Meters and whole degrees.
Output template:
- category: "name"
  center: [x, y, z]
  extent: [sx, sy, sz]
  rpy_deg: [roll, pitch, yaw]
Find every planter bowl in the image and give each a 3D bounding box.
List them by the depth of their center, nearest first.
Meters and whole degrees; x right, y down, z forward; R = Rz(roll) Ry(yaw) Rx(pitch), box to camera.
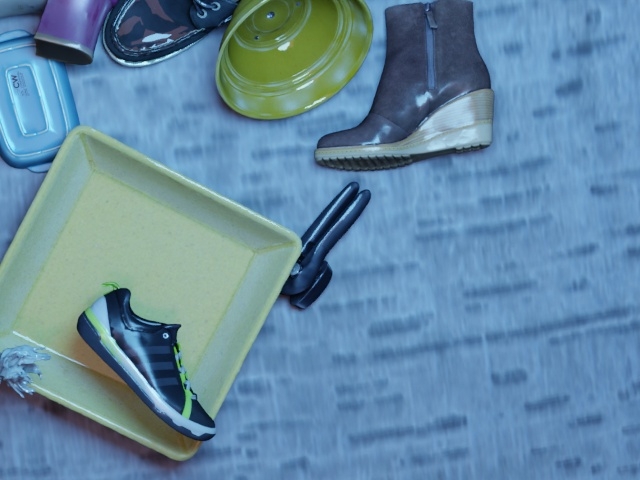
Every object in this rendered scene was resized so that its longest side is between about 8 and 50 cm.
- category: "planter bowl"
  center: [-0.049, -0.264, 1.750]
  extent: [0.217, 0.217, 0.090]
  rpy_deg: [-28, 55, -5]

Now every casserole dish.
- category: "casserole dish"
  center: [-0.378, -0.181, 1.777]
  extent: [0.114, 0.037, 0.188]
  rpy_deg: [-15, 94, -6]

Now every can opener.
- category: "can opener"
  center: [0.000, 0.000, 1.828]
  extent: [0.059, 0.073, 0.186]
  rpy_deg: [29, 85, 31]

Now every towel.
- category: "towel"
  center: [-0.060, -0.282, 1.822]
  extent: [0.060, 0.009, 0.083]
  rpy_deg: [-33, 96, -5]

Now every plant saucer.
- category: "plant saucer"
  center: [-0.242, 0.067, 1.783]
  extent: [0.333, 0.081, 0.332]
  rpy_deg: [28, 90, -7]

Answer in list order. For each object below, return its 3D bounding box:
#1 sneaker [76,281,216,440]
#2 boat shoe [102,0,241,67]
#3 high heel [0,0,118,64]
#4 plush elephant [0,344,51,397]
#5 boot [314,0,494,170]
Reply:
- category: "sneaker"
  center: [-0.199, 0.149, 1.710]
  extent: [0.097, 0.084, 0.234]
  rpy_deg: [-44, 97, -4]
- category: "boat shoe"
  center: [-0.135, -0.343, 1.757]
  extent: [0.340, 0.113, 0.127]
  rpy_deg: [-31, 96, -4]
- category: "high heel"
  center: [-0.439, -0.354, 1.729]
  extent: [0.377, 0.127, 0.181]
  rpy_deg: [17, 72, -13]
- category: "plush elephant"
  center: [-0.524, 0.128, 1.614]
  extent: [0.330, 0.255, 0.271]
  rpy_deg: [12, 95, 24]
- category: "boot"
  center: [0.101, -0.206, 1.825]
  extent: [0.249, 0.090, 0.206]
  rpy_deg: [-9, 80, -2]
